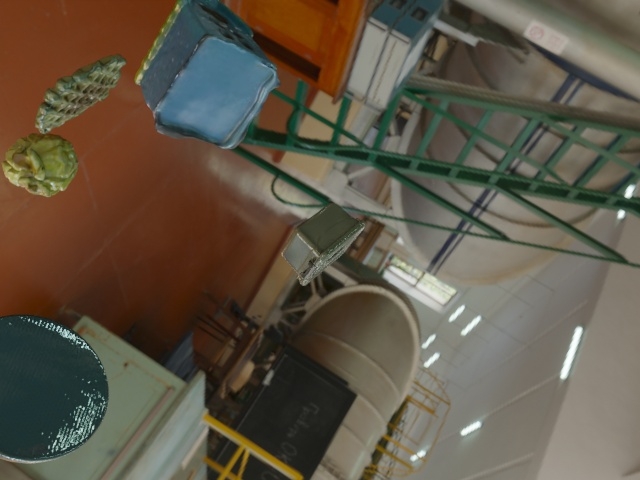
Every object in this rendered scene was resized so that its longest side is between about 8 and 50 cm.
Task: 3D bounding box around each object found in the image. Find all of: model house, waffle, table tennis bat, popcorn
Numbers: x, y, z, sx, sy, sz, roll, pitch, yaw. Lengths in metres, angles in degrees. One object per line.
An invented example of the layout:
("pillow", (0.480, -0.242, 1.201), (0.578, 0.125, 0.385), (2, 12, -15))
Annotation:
("model house", (-0.272, -0.386, 1.252), (0.215, 0.303, 0.237), (8, 131, -49))
("waffle", (-0.715, -0.442, 1.718), (0.309, 0.056, 0.291), (-45, -171, -36))
("table tennis bat", (-0.455, 0.194, 0.839), (0.044, 0.329, 0.215), (-24, -139, 32))
("popcorn", (-0.570, -0.159, 1.178), (0.136, 0.141, 0.162), (-56, 169, -11))

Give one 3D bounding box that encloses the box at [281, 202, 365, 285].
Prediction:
("box", (0.000, 0.000, 1.205), (0.172, 0.093, 0.124), (-38, 168, -44))
